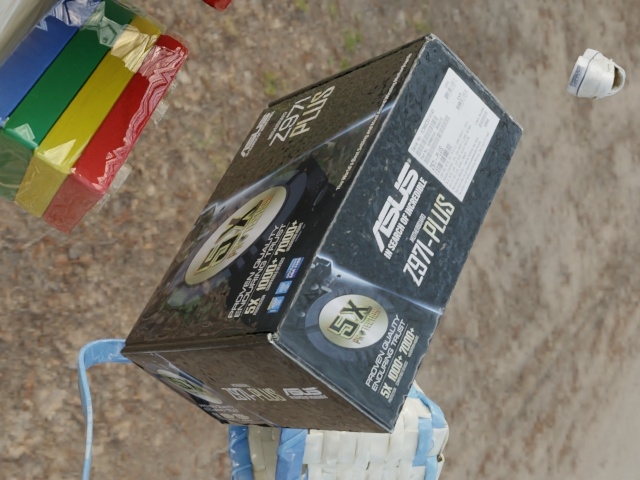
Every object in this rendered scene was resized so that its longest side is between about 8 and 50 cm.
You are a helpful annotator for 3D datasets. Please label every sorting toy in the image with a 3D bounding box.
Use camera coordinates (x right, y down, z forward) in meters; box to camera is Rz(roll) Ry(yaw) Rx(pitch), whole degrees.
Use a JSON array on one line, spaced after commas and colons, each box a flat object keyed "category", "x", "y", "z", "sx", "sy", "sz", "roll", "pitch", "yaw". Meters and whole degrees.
[{"category": "sorting toy", "x": -0.091, "y": -0.114, "z": 0.444, "sx": 0.089, "sy": 0.257, "sz": 0.255, "roll": 34, "pitch": 12, "yaw": -14}]

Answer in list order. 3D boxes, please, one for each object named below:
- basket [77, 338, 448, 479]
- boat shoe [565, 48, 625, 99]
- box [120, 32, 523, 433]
[{"category": "basket", "x": -0.060, "y": 0.153, "z": 0.814, "sx": 0.255, "sy": 0.289, "sz": 0.201, "roll": -123, "pitch": -145, "yaw": -61}, {"category": "boat shoe", "x": 0.200, "y": -0.116, "z": 0.683, "sx": 0.035, "sy": 0.035, "sz": 0.100, "roll": -70, "pitch": 166, "yaw": 16}, {"category": "box", "x": 0.000, "y": 0.000, "z": 0.488, "sx": 0.077, "sy": 0.147, "sz": 0.180, "roll": 40, "pitch": 62, "yaw": -25}]
